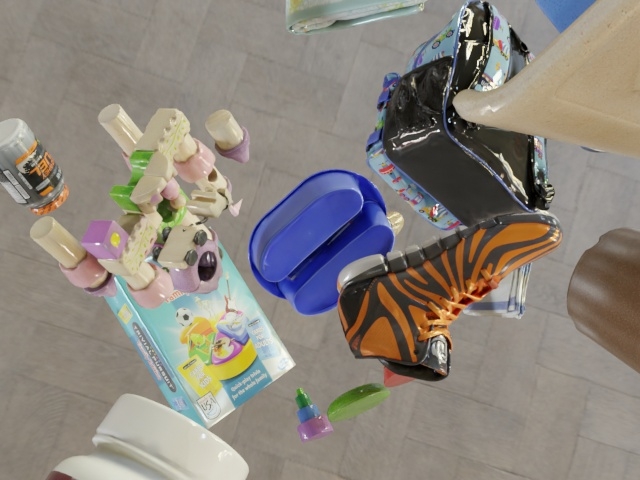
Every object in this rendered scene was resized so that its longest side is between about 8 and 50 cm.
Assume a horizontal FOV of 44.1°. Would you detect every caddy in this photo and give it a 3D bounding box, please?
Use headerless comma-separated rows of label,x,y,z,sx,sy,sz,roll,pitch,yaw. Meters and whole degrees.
caddy,0.000,0.000,1.748,0.341,0.179,0.241,-41,109,4

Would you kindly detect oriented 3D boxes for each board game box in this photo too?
board game box,-0.235,0.170,1.549,0.254,0.079,0.336,-30,88,-45

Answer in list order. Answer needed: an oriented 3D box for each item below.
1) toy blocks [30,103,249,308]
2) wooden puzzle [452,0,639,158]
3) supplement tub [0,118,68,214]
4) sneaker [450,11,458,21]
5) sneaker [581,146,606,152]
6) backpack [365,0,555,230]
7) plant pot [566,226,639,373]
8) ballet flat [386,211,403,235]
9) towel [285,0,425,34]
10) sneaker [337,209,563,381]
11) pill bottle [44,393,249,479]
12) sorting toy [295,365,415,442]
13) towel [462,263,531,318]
toy blocks,-0.214,-0.023,1.218,0.309,0.260,0.288,6,59,29
wooden puzzle,0.269,-0.168,0.427,0.348,0.322,0.080,-38,66,33
supplement tub,-0.622,-0.151,1.665,0.117,0.190,0.117,-15,42,14
sneaker,0.282,-0.363,1.714,0.151,0.094,0.256,-17,111,-31
sneaker,0.377,-0.130,0.983,0.135,0.058,0.052,-17,70,-15
backpack,0.130,-0.117,0.706,0.158,0.117,0.173,35,55,-35
plant pot,0.343,0.068,0.769,0.167,0.165,0.167,-10,114,-25
ballet flat,0.107,-0.012,1.864,0.206,0.067,0.073,-27,85,-6
towel,0.087,-0.649,1.792,0.374,0.090,0.320,-1,79,32
sneaker,0.178,0.085,1.041,0.321,0.124,0.180,-23,54,22
pill bottle,-0.257,0.389,0.896,0.224,0.224,0.392,30,62,1
sorting toy,0.066,0.251,1.491,0.365,0.127,0.126,-41,63,33
towel,0.338,0.004,1.457,0.034,0.209,0.285,14,81,-14
